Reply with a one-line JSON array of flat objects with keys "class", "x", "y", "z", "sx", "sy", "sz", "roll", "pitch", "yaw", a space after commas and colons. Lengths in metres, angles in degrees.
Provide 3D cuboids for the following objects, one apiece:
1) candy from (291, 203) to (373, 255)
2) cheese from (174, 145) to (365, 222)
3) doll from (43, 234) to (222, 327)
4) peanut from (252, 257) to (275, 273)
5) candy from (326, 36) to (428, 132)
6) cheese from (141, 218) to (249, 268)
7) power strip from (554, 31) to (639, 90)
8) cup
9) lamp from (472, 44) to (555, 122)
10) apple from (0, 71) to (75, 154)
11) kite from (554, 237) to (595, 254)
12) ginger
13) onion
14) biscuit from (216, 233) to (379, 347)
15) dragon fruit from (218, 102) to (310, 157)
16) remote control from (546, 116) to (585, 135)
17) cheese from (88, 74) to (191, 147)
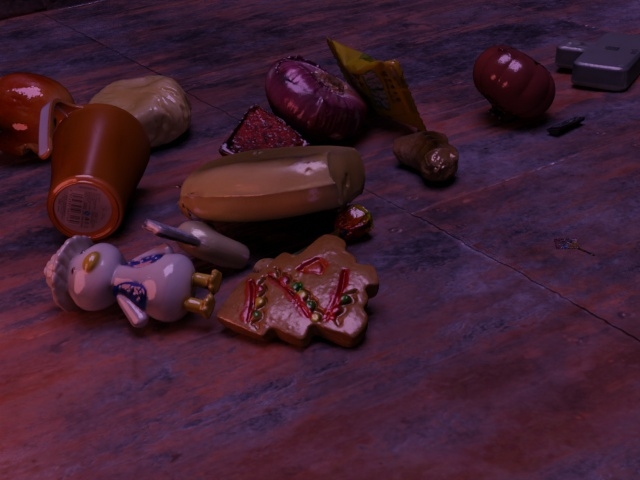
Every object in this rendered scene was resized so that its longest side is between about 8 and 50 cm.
[{"class": "candy", "x": 0.000, "y": 0.000, "z": 1.797, "sx": 0.201, "sy": 0.060, "sz": 0.060, "roll": -30, "pitch": 34, "yaw": -25}, {"class": "cheese", "x": -0.091, "y": -0.094, "z": 1.851, "sx": 0.316, "sy": 0.128, "sz": 0.259, "roll": -8, "pitch": 2, "yaw": 20}, {"class": "doll", "x": -0.287, "y": 0.060, "z": 1.641, "sx": 0.293, "sy": 0.119, "sz": 0.138, "roll": 8, "pitch": 66, "yaw": 22}, {"class": "peanut", "x": -0.056, "y": 0.059, "z": 1.676, "sx": 0.113, "sy": 0.054, "sz": 0.054, "roll": 16, "pitch": 33, "yaw": 33}, {"class": "candy", "x": 0.112, "y": -0.321, "z": 2.288, "sx": 0.081, "sy": 0.187, "sz": 0.297, "roll": -40, "pitch": 32, "yaw": -11}, {"class": "cheese", "x": -0.199, "y": -0.003, "z": 1.729, "sx": 0.127, "sy": 0.050, "sz": 0.235, "roll": 29, "pitch": 4, "yaw": 30}, {"class": "power strip", "x": 0.626, "y": -0.407, "z": 2.481, "sx": 0.193, "sy": 0.059, "sz": 0.265, "roll": 14, "pitch": 31, "yaw": 26}, {"class": "cup", "x": -0.418, "y": -0.134, "z": 1.972, "sx": 0.182, "sy": 0.226, "sz": 0.264, "roll": -34, "pitch": 28, "yaw": 17}, {"class": "lamp", "x": 0.387, "y": -0.313, "z": 2.243, "sx": 0.182, "sy": 0.140, "sz": 0.182, "roll": 34, "pitch": 11, "yaw": -7}, {"class": "apple", "x": -0.603, "y": -0.258, "z": 2.305, "sx": 0.199, "sy": 0.199, "sz": 0.199, "roll": -4, "pitch": 26, "yaw": 2}, {"class": "kite", "x": 0.394, "y": 0.011, "z": 1.736, "sx": 0.044, "sy": 0.002, "sz": 0.078, "roll": -11, "pitch": 26, "yaw": -11}, {"class": "ginger", "x": 0.198, "y": -0.159, "z": 2.045, "sx": 0.095, "sy": 0.069, "sz": 0.190, "roll": -8, "pitch": 25, "yaw": -16}, {"class": "onion", "x": -0.023, "y": -0.265, "z": 2.232, "sx": 0.230, "sy": 0.163, "sz": 0.230, "roll": 34, "pitch": 20, "yaw": -14}, {"class": "biscuit", "x": -0.033, "y": 0.079, "z": 1.586, "sx": 0.238, "sy": 0.041, "sz": 0.212, "roll": -13, "pitch": 46, "yaw": -3}, {"class": "dragon fruit", "x": -0.102, "y": -0.175, "z": 2.147, "sx": 0.161, "sy": 0.120, "sz": 0.127, "roll": 33, "pitch": -4, "yaw": 17}, {"class": "remote control", "x": 0.487, "y": -0.227, "z": 2.189, "sx": 0.091, "sy": 0.016, "sz": 0.034, "roll": -25, "pitch": 16, "yaw": -35}, {"class": "cheese", "x": -0.387, "y": -0.262, "z": 2.337, "sx": 0.226, "sy": 0.117, "sz": 0.214, "roll": -9, "pitch": 29, "yaw": 5}]
